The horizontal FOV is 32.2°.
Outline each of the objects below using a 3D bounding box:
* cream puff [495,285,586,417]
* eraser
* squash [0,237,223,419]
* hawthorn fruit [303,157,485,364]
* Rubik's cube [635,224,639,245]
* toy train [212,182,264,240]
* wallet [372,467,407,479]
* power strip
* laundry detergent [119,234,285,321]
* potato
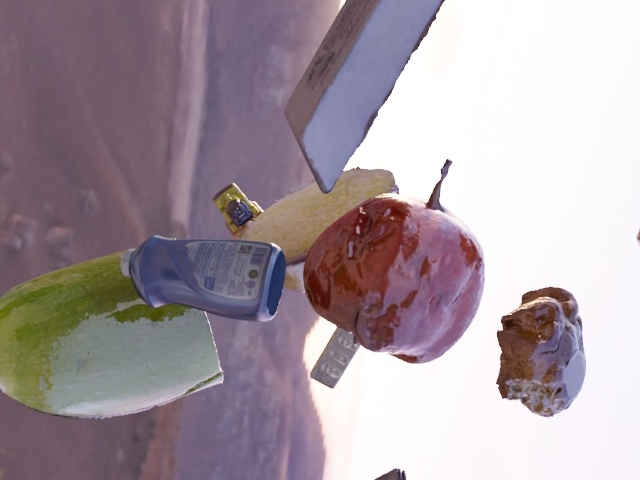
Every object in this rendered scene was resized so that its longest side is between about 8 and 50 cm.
[{"bbox_3d":[0.416,0.214,2.073,0.241,0.155,0.268,-40,137,-54],"label":"cream puff"},{"bbox_3d":[0.053,-0.230,1.323,0.352,0.077,0.111,-60,-155,17],"label":"eraser"},{"bbox_3d":[-0.322,0.142,1.599,0.210,0.309,0.233,113,-43,-72],"label":"squash"},{"bbox_3d":[0.116,0.019,1.457,0.271,0.242,0.242,-60,-174,5],"label":"hawthorn fruit"},{"bbox_3d":[0.681,-0.098,1.688,0.305,0.307,0.310,-63,161,-13],"label":"Rubik's cube"},{"bbox_3d":[-0.174,-0.055,2.441,0.089,0.127,0.219,-38,-165,-1],"label":"toy train"},{"bbox_3d":[0.084,0.534,2.125,0.230,0.042,0.124,-39,-137,35],"label":"wallet"},{"bbox_3d":[0.030,0.219,2.093,0.123,0.056,0.032,-59,-176,6],"label":"power strip"},{"bbox_3d":[-0.148,0.039,1.319,0.061,0.206,0.096,57,42,-66],"label":"laundry detergent"},{"bbox_3d":[0.000,0.000,1.721,0.299,0.239,0.116,-43,127,-42],"label":"potato"}]
